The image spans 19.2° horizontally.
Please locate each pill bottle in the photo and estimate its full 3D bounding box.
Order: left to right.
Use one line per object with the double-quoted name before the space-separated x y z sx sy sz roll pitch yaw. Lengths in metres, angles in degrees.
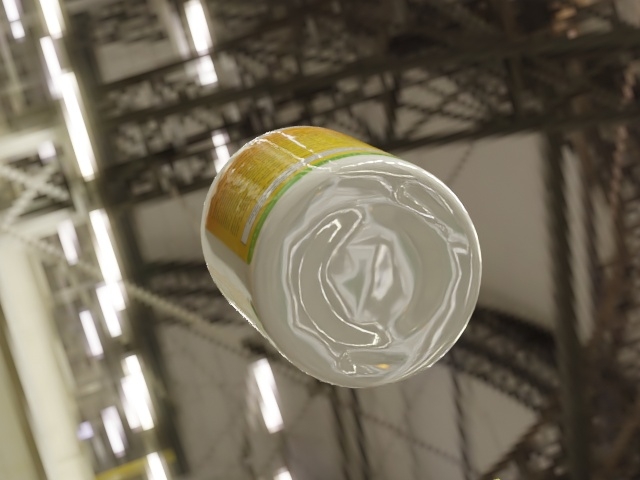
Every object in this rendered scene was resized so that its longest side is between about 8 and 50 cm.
"pill bottle" 0.000 0.000 1.193 0.245 0.136 0.136 -146 -141 -73

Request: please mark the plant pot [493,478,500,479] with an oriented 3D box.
"plant pot" 0.142 0.398 1.747 0.228 0.227 0.207 53 -13 37
